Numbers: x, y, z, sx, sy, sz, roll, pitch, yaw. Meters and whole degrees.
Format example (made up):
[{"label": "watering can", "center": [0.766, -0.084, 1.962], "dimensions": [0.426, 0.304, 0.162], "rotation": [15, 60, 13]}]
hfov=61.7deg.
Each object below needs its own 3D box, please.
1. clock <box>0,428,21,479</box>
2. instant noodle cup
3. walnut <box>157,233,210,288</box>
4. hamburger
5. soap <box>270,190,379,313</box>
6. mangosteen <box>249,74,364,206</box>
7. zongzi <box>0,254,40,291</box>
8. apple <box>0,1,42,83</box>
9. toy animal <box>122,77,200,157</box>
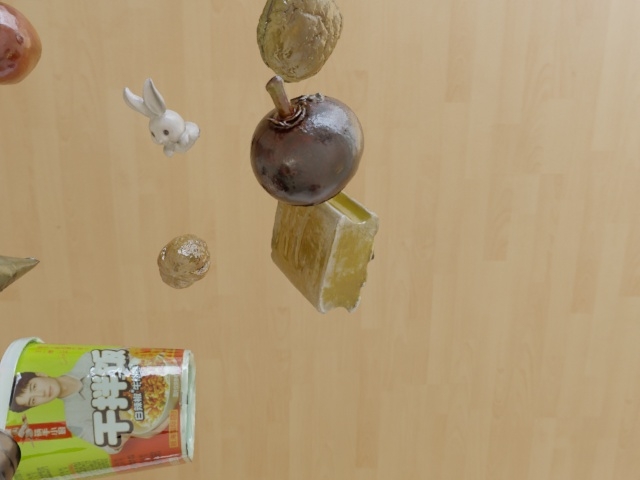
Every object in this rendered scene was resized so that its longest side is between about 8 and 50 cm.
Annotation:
[{"label": "clock", "center": [-0.585, 0.260, 0.631], "dimensions": [0.379, 0.120, 0.276], "rotation": [-25, 120, 10]}, {"label": "instant noodle cup", "center": [-0.393, 0.315, 0.992], "dimensions": [0.308, 0.294, 0.294], "rotation": [-1, 104, -9]}, {"label": "walnut", "center": [-0.413, 0.065, 1.617], "dimensions": [0.155, 0.184, 0.155], "rotation": [5, 114, 12]}, {"label": "hamburger", "center": [-0.050, -0.570, 1.451], "dimensions": [0.134, 0.285, 0.265], "rotation": [20, 84, 32]}, {"label": "soap", "center": [0.000, 0.000, 1.484], "dimensions": [0.156, 0.335, 0.293], "rotation": [0, 116, -32]}, {"label": "mangosteen", "center": [-0.038, -0.200, 1.040], "dimensions": [0.235, 0.235, 0.261], "rotation": [-27, 135, 4]}, {"label": "zongzi", "center": [-0.827, 0.026, 1.243], "dimensions": [0.123, 0.289, 0.260], "rotation": [-12, 118, 27]}, {"label": "apple", "center": [-0.864, -0.515, 1.422], "dimensions": [0.230, 0.230, 0.230], "rotation": [0, 104, -2]}, {"label": "toy animal", "center": [-0.435, -0.320, 1.450], "dimensions": [0.104, 0.221, 0.131], "rotation": [-8, 63, 30]}]
